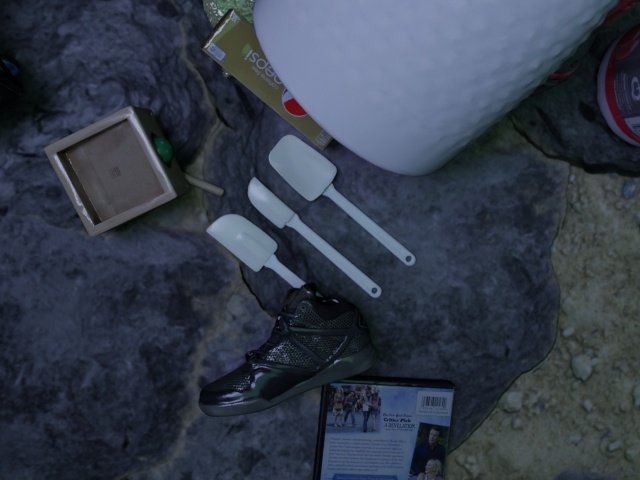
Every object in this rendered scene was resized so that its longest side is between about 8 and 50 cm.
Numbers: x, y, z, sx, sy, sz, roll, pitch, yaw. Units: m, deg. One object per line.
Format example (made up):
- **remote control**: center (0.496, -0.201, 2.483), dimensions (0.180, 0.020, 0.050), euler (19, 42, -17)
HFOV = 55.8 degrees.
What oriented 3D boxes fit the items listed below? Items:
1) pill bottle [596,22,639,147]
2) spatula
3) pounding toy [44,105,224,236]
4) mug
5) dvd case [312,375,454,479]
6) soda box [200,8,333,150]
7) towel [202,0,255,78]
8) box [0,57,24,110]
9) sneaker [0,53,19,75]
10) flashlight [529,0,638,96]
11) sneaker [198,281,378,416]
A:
- **pill bottle**: center (0.481, -0.200, 0.680), dimensions (0.176, 0.318, 0.176), euler (-1, 95, -10)
- **spatula**: center (0.000, 0.000, 0.778), dimensions (0.242, 0.019, 0.168), euler (40, 88, -10)
- **pounding toy**: center (-0.210, -0.080, 0.709), dimensions (0.141, 0.100, 0.130), euler (-25, 98, 5)
- **mug**: center (0.159, -0.285, 0.611), dimensions (0.276, 0.374, 0.328), euler (48, 127, -1)
- **dvd case**: center (0.080, 0.308, 0.818), dimensions (0.180, 0.022, 0.253), euler (5, 95, -8)
- **soda box**: center (-0.050, -0.187, 0.709), dimensions (0.181, 0.061, 0.058), euler (38, 99, -23)
- **towel**: center (-0.060, -0.262, 0.739), dimensions (0.148, 0.027, 0.110), euler (-16, 99, -8)
- **box**: center (-0.550, -0.224, 0.601), dimensions (0.318, 0.097, 0.395), euler (-35, 88, -2)
- **sneaker**: center (-0.409, -0.155, 0.689), dimensions (0.162, 0.063, 0.073), euler (-33, 118, -1)
- **flashlight**: center (0.317, -0.262, 0.652), dimensions (0.103, 0.304, 0.103), euler (-21, 88, -23)
- **sneaker**: center (-0.052, 0.128, 0.745), dimensions (0.227, 0.087, 0.130), euler (-20, 101, -7)
